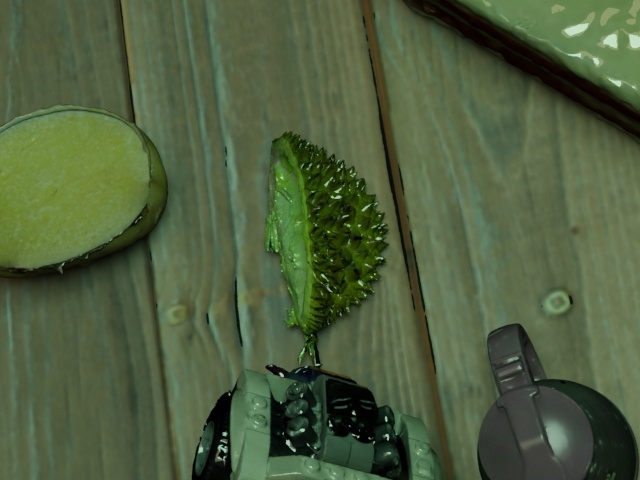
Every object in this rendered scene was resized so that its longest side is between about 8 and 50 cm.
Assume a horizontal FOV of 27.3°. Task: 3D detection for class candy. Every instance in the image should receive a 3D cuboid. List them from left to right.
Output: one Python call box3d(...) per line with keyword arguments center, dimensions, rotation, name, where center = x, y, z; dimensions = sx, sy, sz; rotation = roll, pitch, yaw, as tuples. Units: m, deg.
box3d(center=(0.223, -0.199, 1.018), dimensions=(0.321, 0.135, 0.179), rotation=(35, 91, 21), name="candy")

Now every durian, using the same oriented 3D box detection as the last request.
box3d(center=(0.000, 0.000, 1.088), dimensions=(0.100, 0.086, 0.215), rotation=(-31, 60, 45), name="durian")

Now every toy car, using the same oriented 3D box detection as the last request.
box3d(center=(0.001, 0.202, 0.921), dimensions=(0.193, 0.118, 0.301), rotation=(18, 36, -13), name="toy car")

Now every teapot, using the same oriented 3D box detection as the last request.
box3d(center=(0.167, 0.136, 0.943), dimensions=(0.116, 0.146, 0.148), rotation=(7, 78, 20), name="teapot")

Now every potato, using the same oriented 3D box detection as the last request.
box3d(center=(-0.226, -0.029, 1.157), dimensions=(0.200, 0.081, 0.164), rotation=(-14, 64, 12), name="potato")
